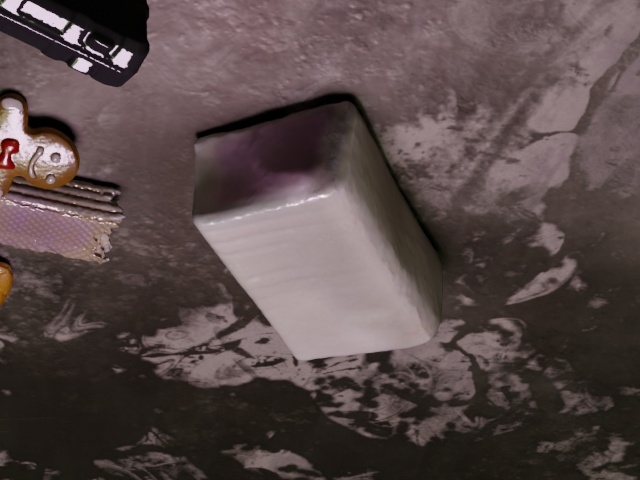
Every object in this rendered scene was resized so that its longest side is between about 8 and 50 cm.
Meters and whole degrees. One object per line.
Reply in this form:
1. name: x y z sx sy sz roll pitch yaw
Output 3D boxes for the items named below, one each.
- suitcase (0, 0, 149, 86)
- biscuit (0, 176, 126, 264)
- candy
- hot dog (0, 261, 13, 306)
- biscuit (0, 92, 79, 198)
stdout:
1. suitcase: -0.289 -0.275 1.452 0.285 0.206 0.066 25 129 -30
2. biscuit: -0.361 -0.038 1.904 0.239 0.062 0.108 13 144 -15
3. candy: 0.002 0.001 1.883 0.208 0.145 0.359 -12 141 17
4. hot dog: -0.492 0.097 2.083 0.109 0.072 0.269 19 141 -28
5. biscuit: -0.378 -0.108 1.792 0.205 0.031 0.138 15 118 -16
